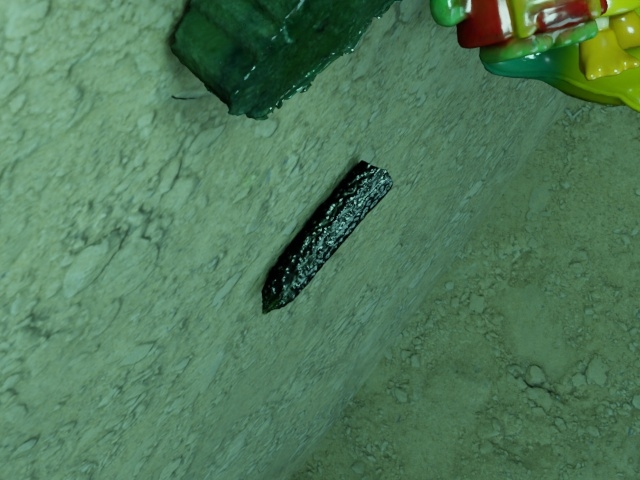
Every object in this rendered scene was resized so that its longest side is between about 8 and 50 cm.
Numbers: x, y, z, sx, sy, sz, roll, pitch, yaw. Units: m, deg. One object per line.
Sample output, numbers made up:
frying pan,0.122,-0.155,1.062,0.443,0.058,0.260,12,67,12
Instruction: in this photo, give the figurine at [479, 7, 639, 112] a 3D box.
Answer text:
figurine,0.354,-0.320,1.044,0.323,0.340,0.231,-51,165,-7

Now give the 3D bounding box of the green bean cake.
green bean cake,-0.020,-0.209,0.709,0.208,0.107,0.193,-55,166,15

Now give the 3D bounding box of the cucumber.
cucumber,-0.001,0.000,1.264,0.300,0.072,0.072,-51,164,-1

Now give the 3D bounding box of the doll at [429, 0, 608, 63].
doll,0.152,-0.336,0.664,0.183,0.160,0.362,-16,115,-6

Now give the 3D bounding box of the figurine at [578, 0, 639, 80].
figurine,0.276,-0.352,0.833,0.187,0.343,0.215,-11,-158,29
